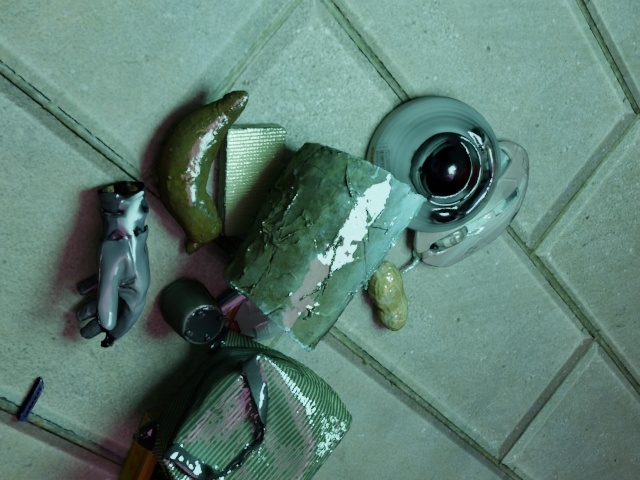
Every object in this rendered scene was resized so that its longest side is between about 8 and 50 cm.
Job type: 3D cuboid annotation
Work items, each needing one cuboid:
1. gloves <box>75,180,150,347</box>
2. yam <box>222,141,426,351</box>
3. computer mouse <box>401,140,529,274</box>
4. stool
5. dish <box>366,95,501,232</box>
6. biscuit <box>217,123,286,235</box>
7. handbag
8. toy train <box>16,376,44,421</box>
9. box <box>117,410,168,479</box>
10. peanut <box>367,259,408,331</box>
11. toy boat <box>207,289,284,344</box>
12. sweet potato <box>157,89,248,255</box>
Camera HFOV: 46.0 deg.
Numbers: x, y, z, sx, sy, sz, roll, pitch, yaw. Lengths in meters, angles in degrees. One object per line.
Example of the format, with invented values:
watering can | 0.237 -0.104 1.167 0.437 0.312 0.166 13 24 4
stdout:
gloves | -0.333 0.043 1.233 0.119 0.142 0.286 15 104 -7
yam | 0.000 0.000 1.317 0.241 0.241 0.348 42 77 -37
computer mouse | 0.319 -0.061 1.608 0.389 0.115 0.199 -44 123 -10
stool | -0.226 0.128 1.343 0.096 0.110 0.096 -15 120 -28
dish | 0.235 -0.138 1.450 0.273 0.134 0.274 -2 103 -10
biscuit | -0.125 -0.108 1.351 0.121 0.040 0.200 -8 114 -34
handbag | -0.144 0.333 1.330 0.341 0.247 0.240 -49 117 -14
toy train | -0.494 0.272 1.294 0.017 0.017 0.083 28 94 -40
box | -0.243 0.444 1.491 0.274 0.076 0.174 18 99 -36
peanut | 0.142 0.121 1.594 0.080 0.080 0.175 -30 123 -18
toy boat | -0.101 0.129 1.439 0.295 0.088 0.129 -22 120 -14
sweet potato | -0.210 -0.110 1.261 0.124 0.098 0.310 1 114 -30
